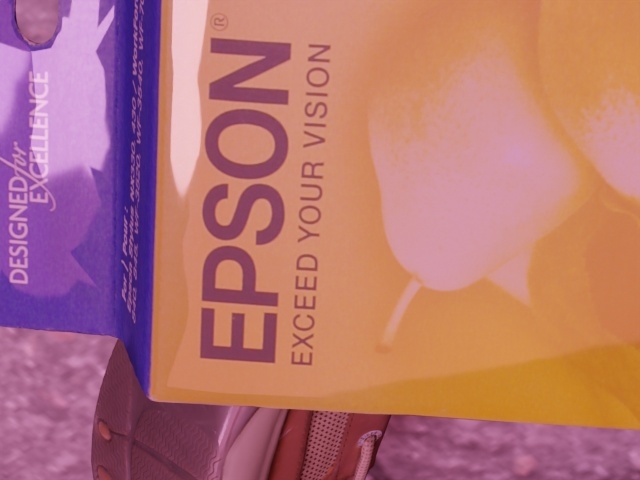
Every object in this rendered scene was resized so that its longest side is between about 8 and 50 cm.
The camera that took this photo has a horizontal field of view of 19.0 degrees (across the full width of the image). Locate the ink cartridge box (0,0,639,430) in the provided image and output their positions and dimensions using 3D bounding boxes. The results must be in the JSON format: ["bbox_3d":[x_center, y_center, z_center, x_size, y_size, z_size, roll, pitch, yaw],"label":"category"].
[{"bbox_3d":[0.017,-0.089,0.624,0.307,0.072,0.303,2,112,-2],"label":"ink cartridge box"}]

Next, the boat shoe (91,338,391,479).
[{"bbox_3d":[0.000,0.000,0.790,0.116,0.123,0.324,-4,131,-36],"label":"boat shoe"}]
